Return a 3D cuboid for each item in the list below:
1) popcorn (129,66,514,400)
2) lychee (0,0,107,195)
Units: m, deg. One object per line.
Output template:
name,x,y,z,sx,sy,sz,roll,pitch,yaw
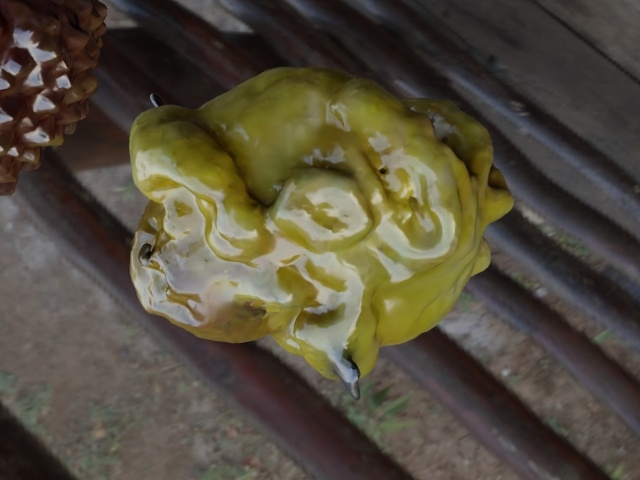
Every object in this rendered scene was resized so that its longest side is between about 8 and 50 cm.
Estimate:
popcorn,0.000,0.000,1.089,0.316,0.297,0.281,-9,56,-4
lychee,-0.237,-0.103,0.683,0.271,0.271,0.271,4,98,27
